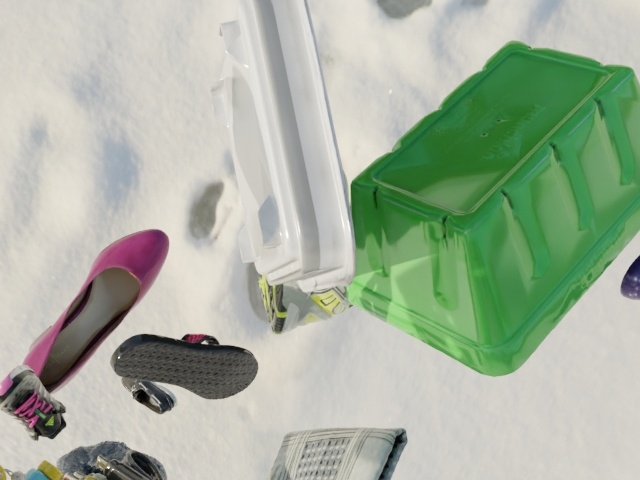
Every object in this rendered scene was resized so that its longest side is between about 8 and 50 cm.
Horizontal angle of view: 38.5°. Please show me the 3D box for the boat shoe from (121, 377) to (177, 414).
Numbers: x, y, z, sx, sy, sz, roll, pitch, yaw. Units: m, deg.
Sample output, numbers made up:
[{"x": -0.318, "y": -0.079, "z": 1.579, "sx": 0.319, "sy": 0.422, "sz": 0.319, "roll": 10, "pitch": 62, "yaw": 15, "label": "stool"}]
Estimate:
[{"x": -0.300, "y": 0.261, "z": 1.563, "sx": 0.125, "sy": 0.046, "sz": 0.038, "roll": 24, "pitch": 38, "yaw": 29, "label": "boat shoe"}]

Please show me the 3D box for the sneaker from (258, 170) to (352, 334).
[{"x": 0.000, "y": 0.000, "z": 1.305, "sx": 0.147, "sy": 0.385, "sz": 0.145, "roll": -11, "pitch": 64, "yaw": -15, "label": "sneaker"}]

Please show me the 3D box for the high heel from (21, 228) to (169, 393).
[{"x": -0.412, "y": 0.142, "z": 1.722, "sx": 0.127, "sy": 0.181, "sz": 0.377, "roll": 39, "pitch": 95, "yaw": -25, "label": "high heel"}]

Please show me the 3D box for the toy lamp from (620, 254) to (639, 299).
[{"x": 0.481, "y": 0.103, "z": 1.054, "sx": 0.080, "sy": 0.080, "sz": 0.274, "roll": -38, "pitch": 51, "yaw": -18, "label": "toy lamp"}]

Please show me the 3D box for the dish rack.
[{"x": -0.051, "y": -0.086, "z": 0.891, "sx": 0.072, "sy": 0.333, "sz": 0.286, "roll": -12, "pitch": 87, "yaw": -10, "label": "dish rack"}]

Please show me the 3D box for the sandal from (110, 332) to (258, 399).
[{"x": -0.128, "y": 0.113, "z": 0.891, "sx": 0.067, "sy": 0.179, "sz": 0.040, "roll": -50, "pitch": 48, "yaw": 15, "label": "sandal"}]

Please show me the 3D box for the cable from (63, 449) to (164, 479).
[{"x": -0.260, "y": 0.421, "z": 1.443, "sx": 0.287, "sy": 0.139, "sz": 0.072, "roll": 31, "pitch": 103, "yaw": 19, "label": "cable"}]

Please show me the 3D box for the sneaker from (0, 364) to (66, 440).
[{"x": -0.363, "y": 0.212, "z": 1.163, "sx": 0.074, "sy": 0.170, "sz": 0.063, "roll": 38, "pitch": 70, "yaw": 13, "label": "sneaker"}]

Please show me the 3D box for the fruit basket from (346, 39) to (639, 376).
[{"x": 0.215, "y": 0.000, "z": 1.081, "sx": 0.282, "sy": 0.392, "sz": 0.392, "roll": 26, "pitch": 63, "yaw": 41, "label": "fruit basket"}]

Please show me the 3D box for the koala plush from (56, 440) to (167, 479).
[{"x": -0.378, "y": 0.494, "z": 1.639, "sx": 0.196, "sy": 0.221, "sz": 0.203, "roll": -31, "pitch": 33, "yaw": -34, "label": "koala plush"}]

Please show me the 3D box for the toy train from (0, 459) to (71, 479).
[{"x": -0.309, "y": 0.263, "z": 0.852, "sx": 0.166, "sy": 0.046, "sz": 0.125, "roll": 6, "pitch": 87, "yaw": -39, "label": "toy train"}]

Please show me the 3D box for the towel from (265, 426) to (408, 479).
[{"x": -0.033, "y": 0.424, "z": 1.387, "sx": 0.056, "sy": 0.312, "sz": 0.324, "roll": 40, "pitch": 60, "yaw": -23, "label": "towel"}]
